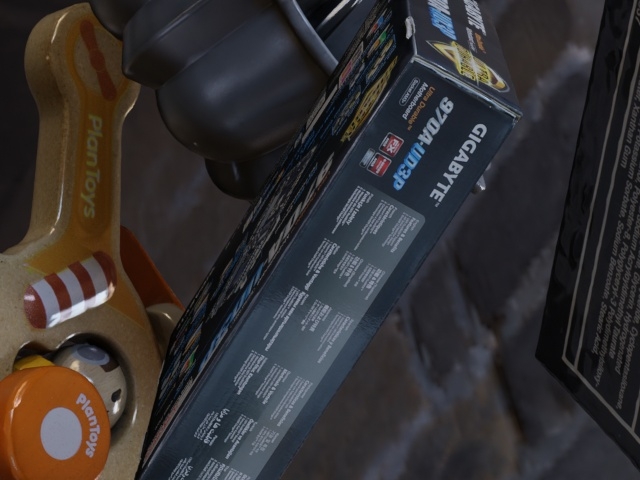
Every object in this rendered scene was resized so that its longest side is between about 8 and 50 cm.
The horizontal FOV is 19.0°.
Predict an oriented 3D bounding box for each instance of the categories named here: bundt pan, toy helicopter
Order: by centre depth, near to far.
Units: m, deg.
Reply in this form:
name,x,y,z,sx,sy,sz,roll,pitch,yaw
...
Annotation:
name,x,y,z,sx,sy,sz,roll,pitch,yaw
bundt pan,-0.036,-0.139,1.174,0.124,0.331,0.331,-33,133,18
toy helicopter,-0.148,0.020,1.256,0.140,0.355,0.235,-10,163,43

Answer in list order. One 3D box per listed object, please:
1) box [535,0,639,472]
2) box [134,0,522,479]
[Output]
name,x,y,z,sx,sy,sz,roll,pitch,yaw
box,0.253,-0.001,0.783,0.182,0.294,0.296,-6,123,-22
box,0.000,0.000,0.811,0.051,0.175,0.220,30,107,-9
